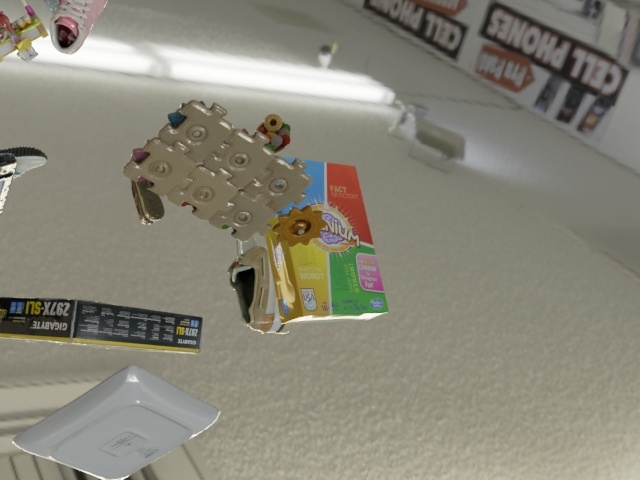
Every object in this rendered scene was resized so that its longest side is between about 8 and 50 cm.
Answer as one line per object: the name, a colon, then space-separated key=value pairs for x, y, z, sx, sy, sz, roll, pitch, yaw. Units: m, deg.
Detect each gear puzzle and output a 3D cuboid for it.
gear puzzle: x=-0.112 y=-0.087 z=1.319 sx=0.339 sy=0.175 sz=0.044 roll=31 pitch=-151 yaw=-37

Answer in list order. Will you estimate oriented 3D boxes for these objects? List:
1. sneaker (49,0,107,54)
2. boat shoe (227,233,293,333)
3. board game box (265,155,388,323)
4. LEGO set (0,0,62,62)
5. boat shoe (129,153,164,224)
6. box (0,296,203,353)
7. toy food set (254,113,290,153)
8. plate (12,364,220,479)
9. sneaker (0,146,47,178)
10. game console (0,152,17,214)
sneaker: x=-0.306 y=-0.297 z=1.130 sx=0.050 sy=0.134 sz=0.070 roll=23 pitch=-167 yaw=-12
boat shoe: x=-0.145 y=0.065 z=1.948 sx=0.103 sy=0.113 sz=0.302 roll=6 pitch=-133 yaw=-34
board game box: x=0.000 y=0.000 z=1.736 sx=0.242 sy=0.064 sz=0.317 roll=2 pitch=-110 yaw=-45
LEGO set: x=-0.498 y=-0.298 z=1.320 sx=0.132 sy=0.107 sz=0.287 roll=20 pitch=-123 yaw=34
boat shoe: x=-0.412 y=-0.120 z=2.044 sx=0.064 sy=0.060 sz=0.178 roll=0 pitch=-112 yaw=-46
box: x=-0.415 y=0.156 z=1.612 sx=0.257 sy=0.080 sz=0.322 roll=1 pitch=171 yaw=33
toy food set: x=-0.103 y=-0.226 z=1.910 sx=0.082 sy=0.083 sz=0.020 roll=47 pitch=177 yaw=18
plate: x=-0.358 y=0.351 z=1.608 sx=0.278 sy=0.277 sz=0.045 roll=43 pitch=-162 yaw=-50
sneaker: x=-0.611 y=-0.135 z=1.724 sx=0.161 sy=0.075 sz=0.057 roll=-8 pitch=-154 yaw=-14
game console: x=-0.647 y=0.003 z=1.578 sx=0.250 sy=0.293 sz=0.173 roll=-23 pitch=-97 yaw=-31
